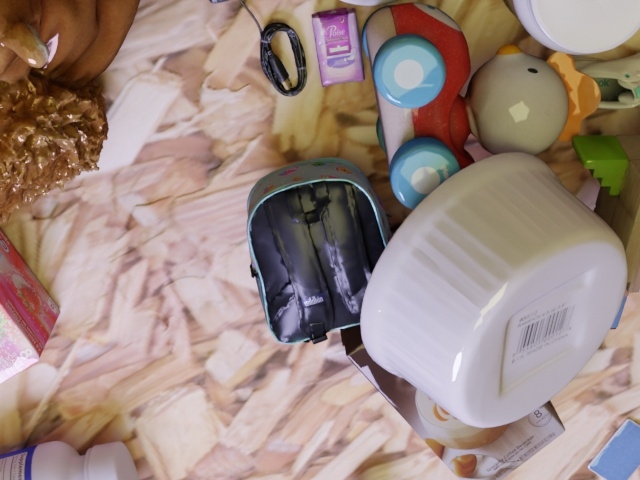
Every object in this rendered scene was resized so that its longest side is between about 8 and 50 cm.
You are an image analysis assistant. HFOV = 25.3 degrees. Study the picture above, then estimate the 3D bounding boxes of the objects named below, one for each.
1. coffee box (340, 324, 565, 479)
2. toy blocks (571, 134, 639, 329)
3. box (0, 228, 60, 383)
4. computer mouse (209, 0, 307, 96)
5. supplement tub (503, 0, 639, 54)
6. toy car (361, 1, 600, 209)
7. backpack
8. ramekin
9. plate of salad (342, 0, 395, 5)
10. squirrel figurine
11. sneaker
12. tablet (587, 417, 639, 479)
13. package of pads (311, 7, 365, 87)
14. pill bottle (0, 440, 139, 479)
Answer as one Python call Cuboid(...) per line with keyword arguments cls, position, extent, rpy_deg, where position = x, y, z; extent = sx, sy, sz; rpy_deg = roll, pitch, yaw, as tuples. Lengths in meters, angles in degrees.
Cuboid(cls="coffee box", position=(0.154, 0.163, 1.687), extent=(0.141, 0.098, 0.246), rpy_deg=(-40, 105, 9))
Cuboid(cls="toy blocks", position=(0.449, 0.013, 1.601), extent=(0.381, 0.191, 0.261), rpy_deg=(-2, 128, -12))
Cuboid(cls="box", position=(-0.442, 0.025, 1.600), extent=(0.142, 0.154, 0.300), rpy_deg=(-31, 106, 9))
Cuboid(cls="computer mouse", position=(-0.089, -0.259, 1.570), extent=(0.071, 0.041, 0.242), rpy_deg=(-34, 107, 9))
Cuboid(cls="supplement tub", position=(0.264, -0.274, 1.487), extent=(0.144, 0.200, 0.144), rpy_deg=(0, 109, -1))
Cuboid(cls="toy car", position=(0.175, -0.160, 1.516), extent=(0.238, 0.219, 0.210), rpy_deg=(-10, 108, 1))
Cuboid(cls="backpack", position=(0.000, 0.000, 1.603), extent=(0.165, 0.144, 0.188), rpy_deg=(-14, 119, 8))
Cuboid(cls="ramekin", position=(0.189, 0.061, 1.475), extent=(0.277, 0.135, 0.277), rpy_deg=(-27, 139, -26))
Cuboid(cls="plate of salad", position=(0.068, -0.341, 1.516), extent=(0.199, 0.048, 0.200), rpy_deg=(-11, 123, -17))
Cuboid(cls="squirrel figurine", position=(-0.317, -0.189, 1.414), extent=(0.281, 0.370, 0.397), rpy_deg=(-1, 109, -1))
Cuboid(cls="sneaker", position=(0.358, -0.175, 1.579), extent=(0.212, 0.094, 0.080), rpy_deg=(-10, 107, 2))
Cuboid(cls="tablet", position=(0.377, 0.265, 1.775), extent=(0.054, 0.006, 0.083), rpy_deg=(33, 104, -11))
Cuboid(cls="package of pads", position=(0.020, -0.215, 1.592), extent=(0.050, 0.032, 0.083), rpy_deg=(-9, 109, -1))
Cuboid(cls="pill bottle", position=(-0.356, 0.326, 1.706), extent=(0.272, 0.152, 0.152), rpy_deg=(-15, 108, 3))
